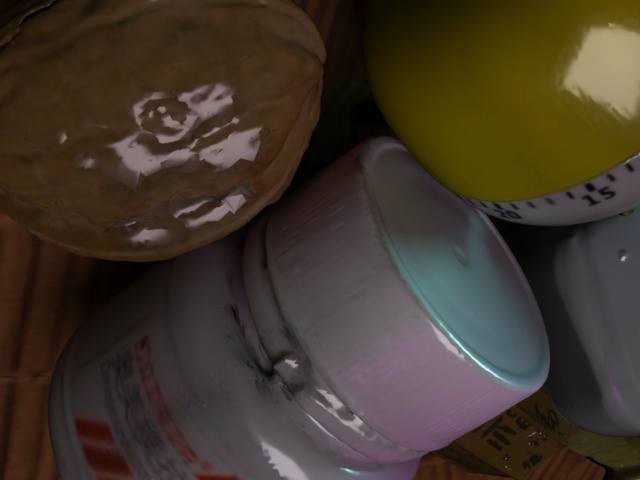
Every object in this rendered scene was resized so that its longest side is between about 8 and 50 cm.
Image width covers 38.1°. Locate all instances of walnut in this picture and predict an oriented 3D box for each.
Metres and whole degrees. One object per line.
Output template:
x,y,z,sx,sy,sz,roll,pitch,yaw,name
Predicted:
-0.113,-0.085,0.605,0.245,0.198,0.198,-18,132,2,walnut

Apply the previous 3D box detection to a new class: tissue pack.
0.338,0.035,0.813,0.333,0.236,0.229,-16,87,-4,tissue pack

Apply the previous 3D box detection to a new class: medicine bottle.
-0.018,0.095,0.706,0.325,0.256,0.256,-35,133,27,medicine bottle

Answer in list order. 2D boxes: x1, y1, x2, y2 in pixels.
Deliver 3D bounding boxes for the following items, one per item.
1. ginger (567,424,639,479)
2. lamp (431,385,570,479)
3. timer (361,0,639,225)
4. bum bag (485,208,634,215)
0.490,0.217,1.083,0.414,0.211,0.358,11,120,-28,ginger
0.159,0.149,0.929,0.161,0.161,0.185,-42,133,14,lamp
0.127,-0.168,0.593,0.285,0.285,0.285,-11,130,-13,timer
0.171,-0.058,0.744,0.060,0.233,0.106,43,69,-22,bum bag
